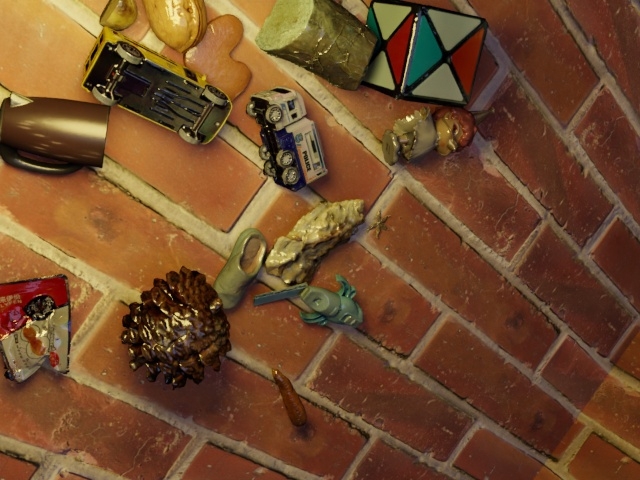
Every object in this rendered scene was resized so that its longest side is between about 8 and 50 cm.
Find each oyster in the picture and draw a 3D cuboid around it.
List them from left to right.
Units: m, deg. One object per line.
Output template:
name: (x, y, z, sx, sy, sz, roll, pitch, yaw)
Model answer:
oyster: (0.000, -0.001, 2.022, 0.354, 0.107, 0.201, -47, 128, -6)

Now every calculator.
calculator: (-0.117, 0.159, 2.043, 0.171, 0.018, 0.057, -13, 149, -17)

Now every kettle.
kettle: (-0.604, -0.237, 1.556, 0.232, 0.144, 0.202, 8, 137, -17)

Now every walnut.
walnut: (-0.332, -0.527, 1.600, 0.144, 0.144, 0.180, -19, 109, -23)

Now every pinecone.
pinecone: (-0.378, 0.239, 1.808, 0.295, 0.242, 0.298, -34, 102, -13)

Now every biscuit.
biscuit: (-0.242, -0.455, 1.740, 0.186, 0.036, 0.192, -44, 125, -10)

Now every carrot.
carrot: (-0.099, 0.497, 2.192, 0.059, 0.059, 0.248, -30, 119, -17)

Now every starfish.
starfish: (0.181, -0.053, 2.161, 0.092, 0.016, 0.086, -30, 119, -14)

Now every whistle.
whistle: (0.042, 0.203, 2.120, 0.186, 0.093, 0.274, -46, 134, 16)

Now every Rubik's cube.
Rubik's cube: (0.271, -0.516, 1.889, 0.246, 0.248, 0.250, 0, 110, -30)

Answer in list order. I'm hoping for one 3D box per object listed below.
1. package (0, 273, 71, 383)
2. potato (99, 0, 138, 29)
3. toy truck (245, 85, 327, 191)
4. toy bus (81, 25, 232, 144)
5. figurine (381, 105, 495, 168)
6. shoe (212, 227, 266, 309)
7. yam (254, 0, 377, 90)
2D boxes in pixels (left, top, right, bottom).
package: (-0.714, 0.222, 1.721, 0.193, 0.071, 0.270, -13, 102, -28)
potato: (-0.446, -0.513, 1.557, 0.066, 0.103, 0.096, 25, 97, -32)
toy truck: (-0.085, -0.282, 1.850, 0.155, 0.124, 0.268, -30, 124, -25)
toy bus: (-0.378, -0.362, 1.619, 0.331, 0.151, 0.145, 22, 117, -34)
figurine: (0.365, -0.318, 2.073, 0.386, 0.166, 0.207, -16, 133, -21)
shoe: (-0.219, 0.089, 1.931, 0.103, 0.100, 0.251, 21, 95, -35)
yam: (0.011, -0.513, 1.779, 0.271, 0.201, 0.203, 22, 98, -41)
